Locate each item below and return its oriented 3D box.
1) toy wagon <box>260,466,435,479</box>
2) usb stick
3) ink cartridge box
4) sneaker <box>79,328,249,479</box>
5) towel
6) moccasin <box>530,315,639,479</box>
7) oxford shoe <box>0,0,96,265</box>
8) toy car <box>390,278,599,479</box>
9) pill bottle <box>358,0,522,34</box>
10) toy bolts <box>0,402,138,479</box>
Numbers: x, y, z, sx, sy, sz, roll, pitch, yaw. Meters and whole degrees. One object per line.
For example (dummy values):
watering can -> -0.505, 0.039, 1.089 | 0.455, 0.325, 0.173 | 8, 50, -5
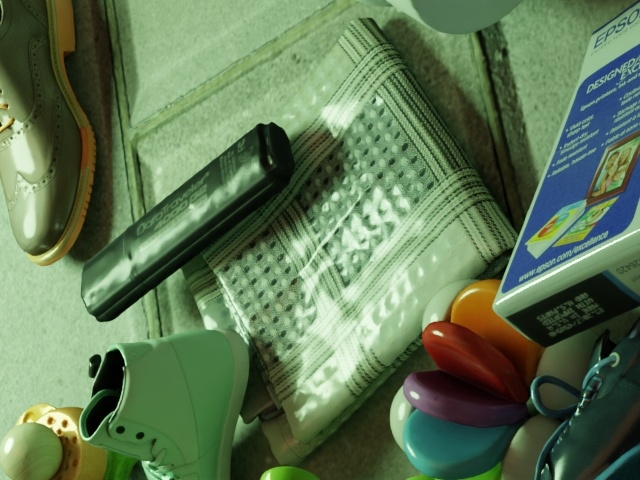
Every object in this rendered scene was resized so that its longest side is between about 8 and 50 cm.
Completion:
toy wagon -> -0.024, 0.306, 1.313 | 0.344, 0.068, 0.267 | 2, 49, 11
usb stick -> -0.132, -0.014, 1.586 | 0.278, 0.045, 0.077 | -37, 43, 30
ink cartridge box -> 0.277, -0.097, 1.192 | 0.303, 0.072, 0.307 | -33, 24, 50
sneaker -> -0.159, 0.203, 1.514 | 0.094, 0.151, 0.256 | 24, 109, 54
towel -> 0.000, 0.000, 1.512 | 0.324, 0.056, 0.312 | -47, 52, 24
moccasin -> 0.251, 0.112, 1.220 | 0.342, 0.137, 0.117 | -47, 46, 5
oxford shoe -> -0.339, -0.143, 1.807 | 0.130, 0.132, 0.364 | -31, 60, 32
toy car -> 0.124, 0.116, 1.302 | 0.159, 0.136, 0.182 | 22, 94, 36
pill bottle -> 0.034, -0.332, 1.468 | 0.361, 0.204, 0.204 | 41, 106, 40
toy bolts -> -0.298, 0.264, 1.642 | 0.218, 0.158, 0.229 | 12, 87, 44
